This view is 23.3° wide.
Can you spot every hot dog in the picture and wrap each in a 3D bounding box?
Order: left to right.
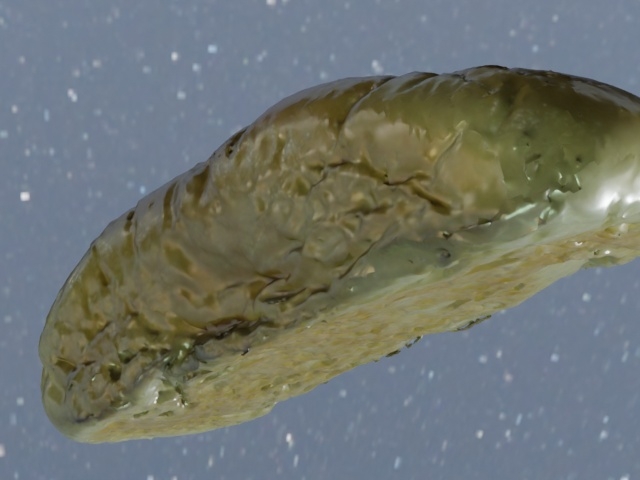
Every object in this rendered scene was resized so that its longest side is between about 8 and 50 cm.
[{"bbox_3d":[0.000,0.000,0.461,0.084,0.242,0.073,-4,-107,-44],"label":"hot dog"}]
